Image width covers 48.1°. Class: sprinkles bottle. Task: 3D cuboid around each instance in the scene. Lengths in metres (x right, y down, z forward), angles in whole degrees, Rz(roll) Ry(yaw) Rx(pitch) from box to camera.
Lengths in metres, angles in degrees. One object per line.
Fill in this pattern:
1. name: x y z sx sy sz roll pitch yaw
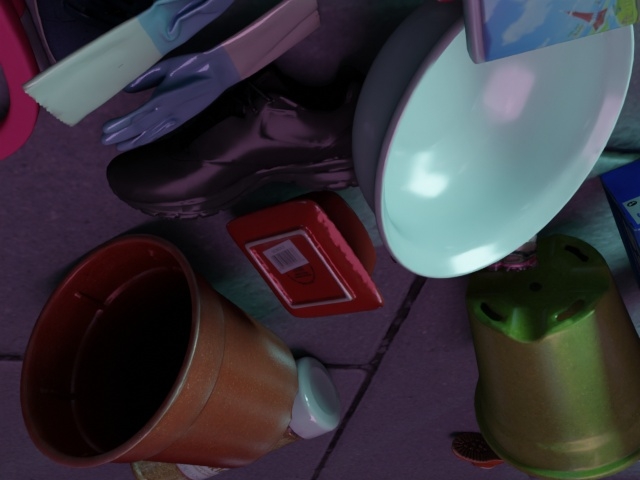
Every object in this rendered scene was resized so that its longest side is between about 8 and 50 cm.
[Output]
1. sprinkles bottle: -0.143 0.307 1.168 0.355 0.121 0.121 -27 136 21

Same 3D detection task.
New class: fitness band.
1. fitness band: -0.360 -0.179 0.614 0.209 0.054 0.291 -8 139 0

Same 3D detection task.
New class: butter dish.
1. butter dish: 0.000 0.000 0.844 0.160 0.118 0.160 -13 120 45

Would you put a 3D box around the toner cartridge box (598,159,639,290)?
1. toner cartridge box: 0.444 0.083 0.873 0.075 0.165 0.348 -21 111 18

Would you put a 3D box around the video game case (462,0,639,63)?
1. video game case: 0.178 -0.226 0.441 0.193 0.023 0.212 -14 135 5

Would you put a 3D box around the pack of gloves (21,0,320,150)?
1. pack of gloves: -0.113 -0.168 0.589 0.232 0.046 0.195 -36 168 -2

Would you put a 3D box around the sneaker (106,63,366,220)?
1. sneaker: -0.076 -0.109 0.723 0.286 0.109 0.130 -14 134 -8

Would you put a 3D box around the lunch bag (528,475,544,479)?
1. lunch bag: 0.470 0.324 1.271 0.262 0.160 0.223 -21 138 23

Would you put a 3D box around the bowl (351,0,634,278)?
1. bowl: 0.134 -0.122 0.667 0.298 0.134 0.298 -23 135 -25

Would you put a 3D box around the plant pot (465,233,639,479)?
1. plant pot: 0.315 0.139 0.972 0.276 0.276 0.254 -19 128 12

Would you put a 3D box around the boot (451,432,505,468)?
1. boot: 0.316 0.432 1.447 0.158 0.059 0.084 14 139 -26

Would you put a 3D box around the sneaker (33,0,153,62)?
1. sneaker: -0.137 -0.228 0.522 0.131 0.148 0.350 12 136 -23

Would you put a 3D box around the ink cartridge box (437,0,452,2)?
1. ink cartridge box: 0.203 -0.313 0.468 0.306 0.131 0.226 -13 134 1

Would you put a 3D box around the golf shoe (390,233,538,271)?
1. golf shoe: 0.181 -0.002 0.918 0.186 0.086 0.067 -3 -177 15

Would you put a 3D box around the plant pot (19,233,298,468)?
1. plant pot: -0.178 0.167 0.910 0.272 0.272 0.265 -27 145 20
